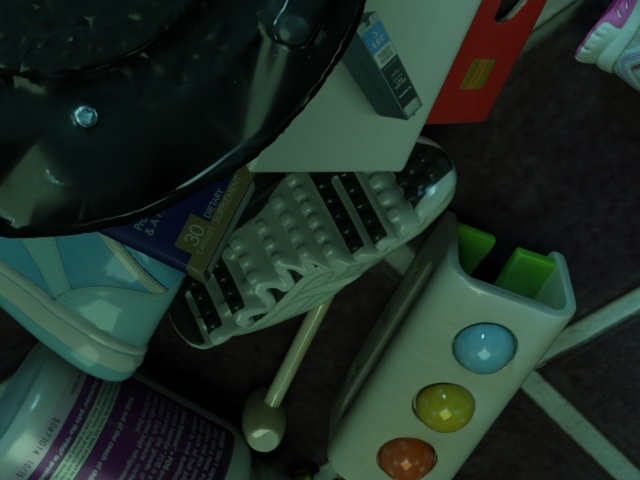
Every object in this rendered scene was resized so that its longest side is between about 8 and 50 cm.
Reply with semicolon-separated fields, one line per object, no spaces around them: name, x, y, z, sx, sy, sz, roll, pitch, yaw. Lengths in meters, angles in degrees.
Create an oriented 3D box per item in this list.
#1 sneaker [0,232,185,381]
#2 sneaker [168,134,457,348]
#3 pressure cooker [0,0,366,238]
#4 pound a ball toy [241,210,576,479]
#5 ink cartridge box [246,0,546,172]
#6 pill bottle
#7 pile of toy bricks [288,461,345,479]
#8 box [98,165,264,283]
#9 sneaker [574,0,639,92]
sneaker;-0.235;-0.051;0.999;0.319;0.127;0.208;38;96;-1
sneaker;0.000;0.000;1.019;0.292;0.110;0.118;-30;158;25
pressure cooker;-0.192;-0.223;0.682;0.375;0.420;0.369;4;104;-21
pound a ball toy;0.069;0.127;1.091;0.208;0.135;0.319;20;125;-12
ink cartridge box;0.092;-0.182;0.821;0.261;0.066;0.296;-4;134;-32
pill bottle;-0.178;0.230;1.159;0.301;0.169;0.169;32;123;-17
pile of toy bricks;0.001;0.315;1.256;0.212;0.105;0.118;-24;122;21
box;-0.161;-0.074;0.920;0.225;0.136;0.036;24;168;9
sneaker;0.272;-0.170;0.802;0.111;0.103;0.252;37;167;6
